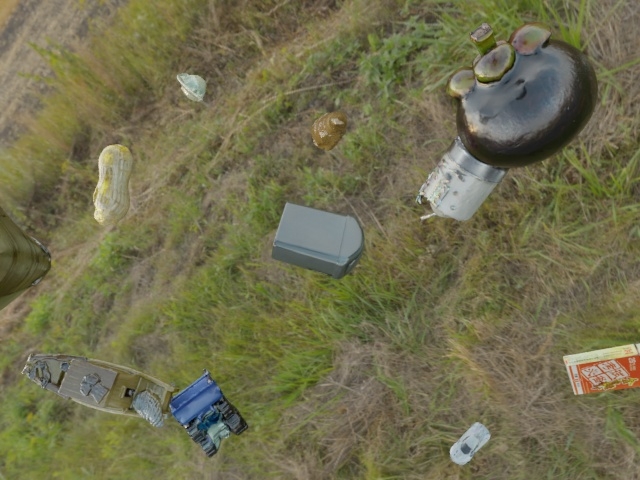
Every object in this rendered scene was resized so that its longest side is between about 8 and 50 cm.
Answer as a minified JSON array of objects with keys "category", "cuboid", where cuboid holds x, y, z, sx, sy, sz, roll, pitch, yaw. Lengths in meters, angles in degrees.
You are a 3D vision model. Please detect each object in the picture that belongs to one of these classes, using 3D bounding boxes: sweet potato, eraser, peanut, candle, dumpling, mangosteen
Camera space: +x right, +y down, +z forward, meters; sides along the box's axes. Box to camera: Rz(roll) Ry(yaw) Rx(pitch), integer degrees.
[{"category":"sweet potato","cuboid":[0.018,-0.196,0.824,0.206,0.059,0.068,-160,70,-81]},{"category":"eraser","cuboid":[0.797,0.349,1.262,0.230,0.157,0.038,-18,37,22]},{"category":"peanut","cuboid":[-0.522,-0.139,1.177,0.087,0.087,0.207,14,96,40]},{"category":"candle","cuboid":[0.410,-0.156,1.416,0.187,0.187,0.330,59,135,36]},{"category":"dumpling","cuboid":[-0.250,-0.299,0.897,0.043,0.059,0.077,-21,57,34]},{"category":"mangosteen","cuboid":[0.394,-0.301,0.946,0.275,0.302,0.275,-35,19,14]}]

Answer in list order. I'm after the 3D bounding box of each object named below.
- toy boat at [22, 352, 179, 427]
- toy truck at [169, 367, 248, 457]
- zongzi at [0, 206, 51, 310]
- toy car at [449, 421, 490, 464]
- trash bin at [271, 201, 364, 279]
[{"category":"toy boat","cuboid":[-0.431,0.279,0.904,0.320,0.121,0.089,12,73,10]},{"category":"toy truck","cuboid":[-0.263,0.385,1.067,0.113,0.208,0.126,-34,43,-18]},{"category":"zongzi","cuboid":[-0.814,0.012,0.817,0.467,0.218,0.500,-41,85,-1]},{"category":"toy car","cuboid":[0.291,0.399,0.910,0.093,0.025,0.041,-39,66,-18]},{"category":"trash bin","cuboid":[0.000,0.000,1.257,0.236,0.101,0.177,14,55,-2]}]
